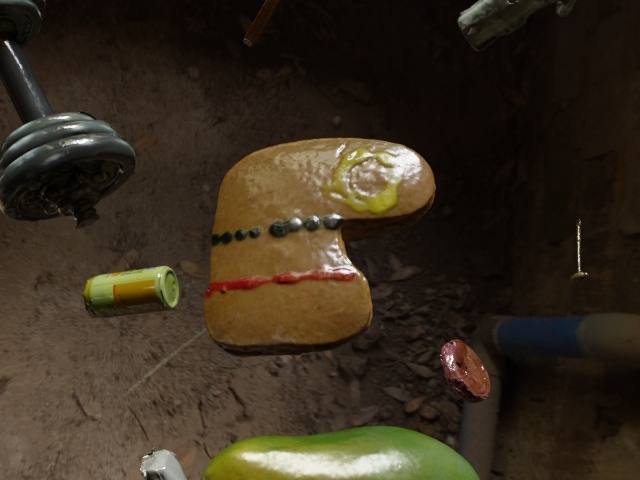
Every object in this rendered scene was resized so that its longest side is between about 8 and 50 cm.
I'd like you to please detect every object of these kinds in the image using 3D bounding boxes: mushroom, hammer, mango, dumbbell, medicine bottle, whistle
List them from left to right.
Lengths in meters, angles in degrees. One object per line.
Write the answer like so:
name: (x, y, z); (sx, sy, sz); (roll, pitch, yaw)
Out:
dumbbell: (-0.380, -0.197, 0.841); (0.179, 0.179, 0.406); (-26, 82, -18)
medicine bottle: (-0.495, 0.138, 1.709); (0.238, 0.124, 0.124); (-9, 85, 11)
mushroom: (-0.359, 0.647, 1.692); (0.099, 0.096, 0.278); (-32, 69, -35)
mango: (0.016, 0.180, 0.432); (0.190, 0.086, 0.122); (4, 117, -8)
hammer: (0.430, 0.015, 1.102); (0.014, 0.029, 0.123); (39, 48, -32)
whistle: (0.331, -0.357, 0.826); (0.142, 0.346, 0.134); (10, 57, -51)

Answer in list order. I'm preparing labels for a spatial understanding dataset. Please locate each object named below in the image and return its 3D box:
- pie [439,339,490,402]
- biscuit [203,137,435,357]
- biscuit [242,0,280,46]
pie: (0.388, 0.353, 1.786); (0.182, 0.049, 0.182); (32, 37, -28)
biscuit: (0.000, -0.001, 0.764); (0.262, 0.052, 0.277); (1, 63, 10)
biscuit: (-0.124, -0.558, 1.595); (0.036, 0.192, 0.186); (29, 118, -14)
